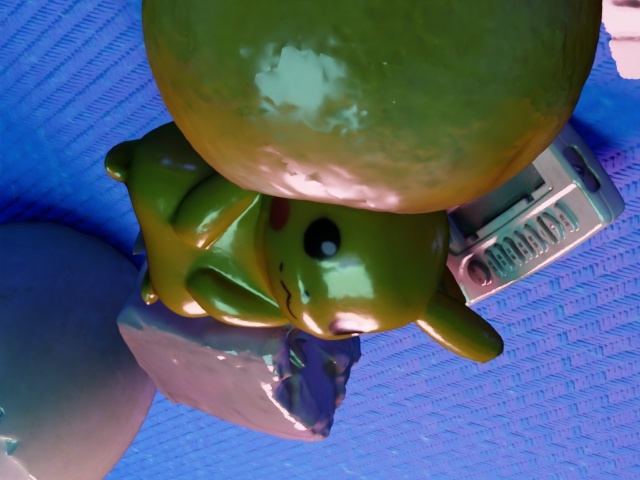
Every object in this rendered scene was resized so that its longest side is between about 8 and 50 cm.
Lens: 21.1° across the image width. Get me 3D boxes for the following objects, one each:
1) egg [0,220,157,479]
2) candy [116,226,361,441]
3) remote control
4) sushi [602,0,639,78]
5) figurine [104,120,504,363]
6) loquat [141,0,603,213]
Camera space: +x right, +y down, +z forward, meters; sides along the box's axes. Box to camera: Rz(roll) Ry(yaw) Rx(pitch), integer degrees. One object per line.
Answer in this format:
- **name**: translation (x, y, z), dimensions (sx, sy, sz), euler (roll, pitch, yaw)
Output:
- **egg**: translation (-0.317, 0.147, 1.666), dimensions (0.278, 0.336, 0.278), euler (25, 147, 18)
- **candy**: translation (-0.072, 0.077, 1.558), dimensions (0.195, 0.137, 0.185), euler (13, 149, 25)
- **remote control**: translation (0.146, -0.017, 1.314), dimensions (0.090, 0.049, 0.230), euler (56, 149, 3)
- **sushi**: translation (0.248, -0.167, 0.942), dimensions (0.296, 0.100, 0.373), euler (6, 146, 30)
- **figurine**: translation (-0.006, -0.001, 1.333), dimensions (0.326, 0.169, 0.218), euler (15, 132, 39)
- **loquat**: translation (0.024, -0.148, 0.992), dimensions (0.275, 0.275, 0.275), euler (19, 151, 11)
